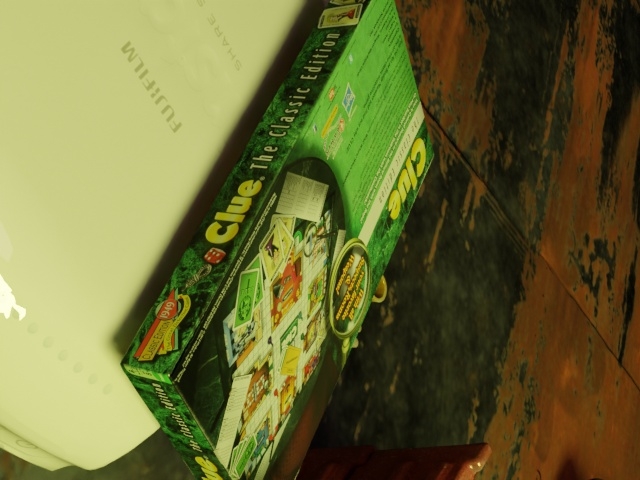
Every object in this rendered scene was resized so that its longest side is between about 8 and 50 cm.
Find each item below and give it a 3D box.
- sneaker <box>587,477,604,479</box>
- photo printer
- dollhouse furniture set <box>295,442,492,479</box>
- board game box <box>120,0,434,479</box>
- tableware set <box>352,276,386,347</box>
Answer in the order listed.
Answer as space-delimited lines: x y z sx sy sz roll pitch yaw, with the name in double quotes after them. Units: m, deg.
0.295 0.323 0.953 0.267 0.101 0.106 52 43 -34 "sneaker"
-0.110 -0.070 0.483 0.256 0.107 0.307 60 41 -27 "photo printer"
-0.016 0.293 0.493 0.374 0.152 0.201 -48 121 -47 "dollhouse furniture set"
-0.004 -0.002 0.510 0.260 0.030 0.136 -64 146 -36 "board game box"
0.000 0.000 0.688 0.154 0.024 0.104 38 53 -42 "tableware set"
